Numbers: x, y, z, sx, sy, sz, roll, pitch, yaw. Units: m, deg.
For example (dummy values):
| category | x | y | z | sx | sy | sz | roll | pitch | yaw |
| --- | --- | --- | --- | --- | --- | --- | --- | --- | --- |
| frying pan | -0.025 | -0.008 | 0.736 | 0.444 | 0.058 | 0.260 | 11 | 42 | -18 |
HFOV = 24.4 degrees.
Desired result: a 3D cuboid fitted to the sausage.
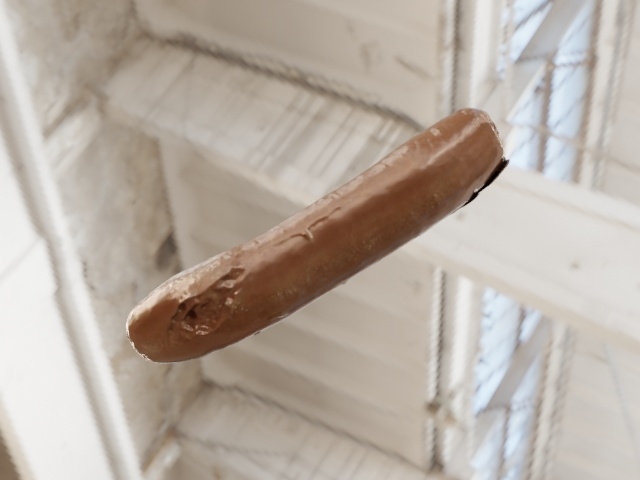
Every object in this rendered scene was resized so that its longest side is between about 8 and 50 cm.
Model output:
| category | x | y | z | sx | sy | sz | roll | pitch | yaw |
| --- | --- | --- | --- | --- | --- | --- | --- | --- | --- |
| sausage | 0.000 | 0.000 | 0.644 | 0.043 | 0.186 | 0.043 | 58 | -6 | 10 |
